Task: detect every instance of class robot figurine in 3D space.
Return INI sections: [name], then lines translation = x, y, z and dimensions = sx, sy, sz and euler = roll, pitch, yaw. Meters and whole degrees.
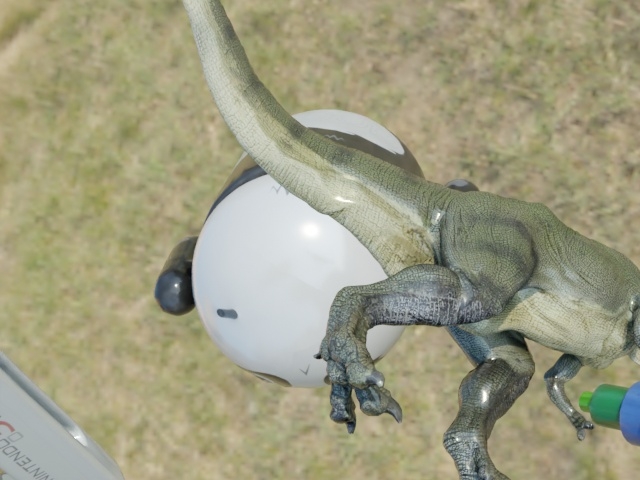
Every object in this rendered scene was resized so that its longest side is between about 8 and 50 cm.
[robot figurine]
translation = -0.001, 0.002, 1.065
dimensions = 0.209, 0.174, 0.278
euler = -51, 8, 21

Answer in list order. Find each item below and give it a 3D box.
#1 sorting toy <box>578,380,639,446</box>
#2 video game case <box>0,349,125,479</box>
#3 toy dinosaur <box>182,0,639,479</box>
[sorting toy]
translation = 0.118, 0.218, 0.814
dimensions = 0.126, 0.127, 0.365
euler = 6, 52, 49
[video game case]
translation = -0.216, 0.120, 0.575
dimensions = 0.227, 0.206, 0.026
euler = -28, 59, -2
[toy dinosaur]
translation = 0.049, 0.023, 0.458
dimensions = 0.064, 0.268, 0.118
euler = -37, 29, 54
